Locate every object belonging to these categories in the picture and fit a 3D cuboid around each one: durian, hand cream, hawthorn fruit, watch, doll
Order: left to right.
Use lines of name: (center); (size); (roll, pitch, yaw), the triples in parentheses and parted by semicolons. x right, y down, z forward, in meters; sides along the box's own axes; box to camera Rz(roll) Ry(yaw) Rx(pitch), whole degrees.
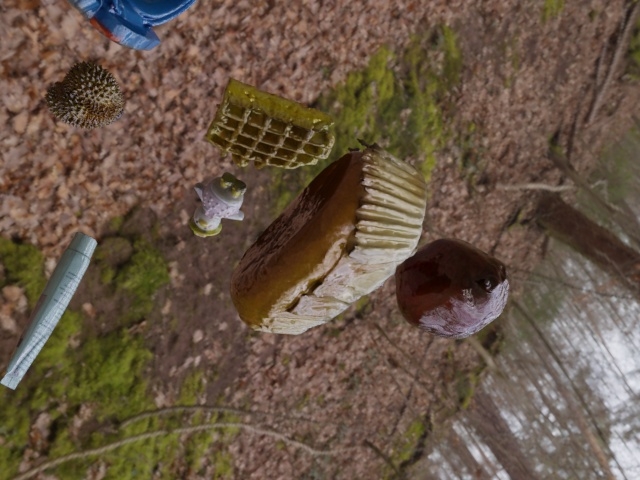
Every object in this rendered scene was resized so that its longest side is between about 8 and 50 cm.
hand cream: (-0.540, 0.138, 1.347); (0.085, 0.058, 0.331); (115, -6, -67)
durian: (-0.532, -0.328, 1.540); (0.168, 0.137, 0.158); (21, 139, -33)
watch: (-0.363, -0.535, 1.275); (0.274, 0.241, 0.305); (-39, 172, 12)
doll: (-0.233, -0.075, 1.490); (0.207, 0.129, 0.081); (-47, -166, 40)
hawthorn fruit: (0.263, 0.094, 1.302); (0.208, 0.208, 0.248); (-35, -170, -21)

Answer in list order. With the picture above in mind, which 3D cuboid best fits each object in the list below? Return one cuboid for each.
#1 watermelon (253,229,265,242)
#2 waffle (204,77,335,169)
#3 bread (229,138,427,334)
watermelon: (-0.118, 0.022, 1.588); (0.085, 0.085, 0.061); (-36, 167, -15)
waffle: (-0.098, -0.190, 1.259); (0.219, 0.229, 0.057); (141, -37, -60)
bread: (0.002, 0.007, 1.106); (0.388, 0.183, 0.236); (-49, -151, 29)
